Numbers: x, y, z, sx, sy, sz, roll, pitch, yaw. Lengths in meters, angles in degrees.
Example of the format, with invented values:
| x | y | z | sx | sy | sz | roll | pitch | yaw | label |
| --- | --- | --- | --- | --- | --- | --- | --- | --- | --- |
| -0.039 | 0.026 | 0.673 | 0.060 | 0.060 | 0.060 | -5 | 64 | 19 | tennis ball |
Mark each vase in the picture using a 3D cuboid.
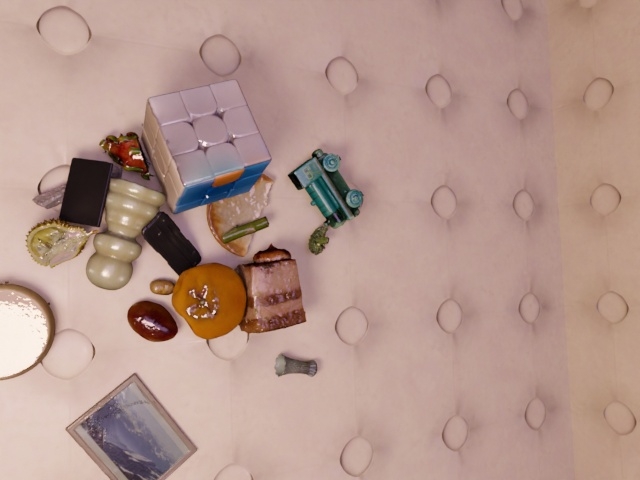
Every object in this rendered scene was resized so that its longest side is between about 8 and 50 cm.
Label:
| x | y | z | sx | sy | sz | roll | pitch | yaw | label |
| --- | --- | --- | --- | --- | --- | --- | --- | --- | --- |
| -0.084 | 0.458 | 1.840 | 0.148 | 0.081 | 0.081 | 14 | 80 | -29 | vase |

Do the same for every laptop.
| x | y | z | sx | sy | sz | roll | pitch | yaw | label |
| --- | --- | --- | --- | --- | --- | --- | --- | --- | --- |
| -0.691 | -0.143 | 1.502 | 0.135 | 0.016 | 0.197 | 10 | 83 | 8 | laptop |

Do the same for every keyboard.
| x | y | z | sx | sy | sz | roll | pitch | yaw | label |
| --- | --- | --- | --- | --- | --- | --- | --- | --- | --- |
| -0.469 | 0.018 | 1.626 | 0.106 | 0.016 | 0.262 | -51 | 143 | -20 | keyboard |

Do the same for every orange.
| x | y | z | sx | sy | sz | roll | pitch | yaw | label |
| --- | --- | --- | --- | --- | --- | --- | --- | --- | --- |
| -0.351 | 0.188 | 1.632 | 0.248 | 0.183 | 0.249 | 0 | 91 | -7 | orange |

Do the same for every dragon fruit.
| x | y | z | sx | sy | sz | roll | pitch | yaw | label |
| --- | --- | --- | --- | --- | --- | --- | --- | --- | --- |
| -0.603 | -0.275 | 1.610 | 0.174 | 0.138 | 0.142 | 10 | 55 | -5 | dragon fruit |

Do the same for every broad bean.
| x | y | z | sx | sy | sz | roll | pitch | yaw | label |
| --- | --- | --- | --- | --- | --- | --- | --- | --- | --- |
| -0.533 | 0.259 | 1.619 | 0.165 | 0.084 | 0.114 | 46 | 52 | -10 | broad bean |

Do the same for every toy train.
| x | y | z | sx | sy | sz | roll | pitch | yaw | label |
| --- | --- | --- | --- | --- | --- | --- | --- | --- | --- |
| 0.026 | -0.189 | 1.923 | 0.194 | 0.120 | 0.298 | -39 | 104 | -17 | toy train |

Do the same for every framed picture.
| x | y | z | sx | sy | sz | roll | pitch | yaw | label |
| --- | --- | --- | --- | --- | --- | --- | --- | --- | --- |
| -0.584 | 0.625 | 1.598 | 0.247 | 0.022 | 0.335 | -39 | 103 | -24 | framed picture |

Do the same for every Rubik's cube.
| x | y | z | sx | sy | sz | roll | pitch | yaw | label |
| --- | --- | --- | --- | --- | --- | --- | --- | --- | --- |
| -0.366 | -0.287 | 1.599 | 0.290 | 0.291 | 0.291 | -21 | 84 | -25 | Rubik's cube |

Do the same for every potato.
| x | y | z | sx | sy | sz | roll | pitch | yaw | label |
| --- | --- | --- | --- | --- | --- | --- | --- | --- | --- |
| -0.514 | 0.152 | 1.657 | 0.083 | 0.040 | 0.051 | 10 | 72 | -28 | potato |

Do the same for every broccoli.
| x | y | z | sx | sy | sz | roll | pitch | yaw | label |
| --- | --- | --- | --- | --- | --- | --- | --- | --- | --- |
| 0.000 | 0.000 | 1.906 | 0.097 | 0.091 | 0.095 | -30 | 116 | -52 | broccoli |

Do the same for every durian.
| x | y | z | sx | sy | sz | roll | pitch | yaw | label |
| --- | --- | --- | --- | --- | --- | --- | --- | --- | --- |
| -0.752 | -0.012 | 1.487 | 0.208 | 0.102 | 0.147 | -15 | 131 | 2 | durian |

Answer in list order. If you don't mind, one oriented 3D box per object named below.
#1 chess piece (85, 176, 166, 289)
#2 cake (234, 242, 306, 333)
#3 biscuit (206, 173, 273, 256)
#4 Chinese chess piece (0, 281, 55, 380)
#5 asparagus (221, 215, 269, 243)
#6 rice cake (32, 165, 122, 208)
| x | y | z | sx | sy | sz | roll | pitch | yaw | label |
| --- | --- | --- | --- | --- | --- | --- | --- | --- | --- |
| -0.611 | -0.011 | 1.556 | 0.182 | 0.182 | 0.331 | 20 | 83 | -25 | chess piece |
| -0.183 | 0.158 | 1.739 | 0.198 | 0.196 | 0.293 | -7 | 91 | -26 | cake |
| -0.297 | -0.114 | 1.788 | 0.204 | 0.040 | 0.309 | 25 | 75 | -24 | biscuit |
| -0.889 | 0.254 | 1.422 | 0.273 | 0.102 | 0.274 | 1 | 87 | -26 | Chinese chess piece |
| -0.261 | -0.035 | 1.756 | 0.178 | 0.041 | 0.045 | -23 | 73 | -23 | asparagus |
| -0.736 | -0.163 | 1.558 | 0.269 | 0.055 | 0.049 | -31 | 61 | -25 | rice cake |
